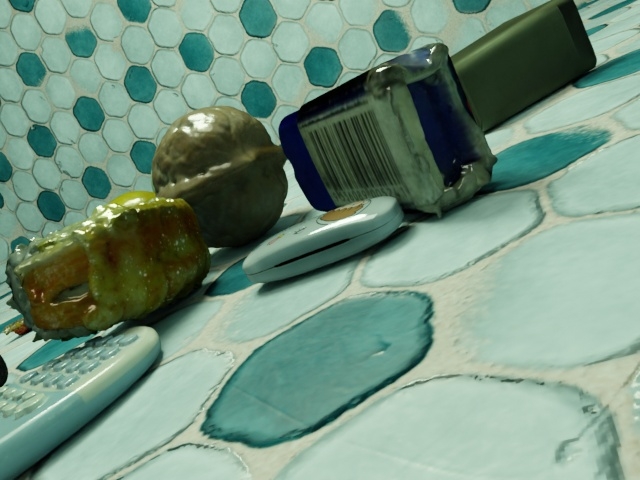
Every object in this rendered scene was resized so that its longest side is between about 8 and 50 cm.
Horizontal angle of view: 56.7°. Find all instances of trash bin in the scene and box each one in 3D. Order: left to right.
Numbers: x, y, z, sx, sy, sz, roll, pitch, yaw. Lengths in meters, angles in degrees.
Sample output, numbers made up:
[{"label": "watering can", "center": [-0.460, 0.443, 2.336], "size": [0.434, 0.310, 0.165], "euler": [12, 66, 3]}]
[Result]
[{"label": "trash bin", "center": [0.270, -0.256, 0.923], "size": [0.240, 0.122, 0.164], "euler": [-33, 14, -18]}]

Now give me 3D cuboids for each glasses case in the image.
[{"label": "glasses case", "center": [0.000, 0.000, 0.603], "size": [0.178, 0.045, 0.067], "euler": [-20, 15, 24]}]

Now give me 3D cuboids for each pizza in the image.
[{"label": "pizza", "center": [-0.536, 0.149, 1.118], "size": [0.100, 0.029, 0.099], "euler": [-27, 5, -13]}]

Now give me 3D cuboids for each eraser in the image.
[{"label": "eraser", "center": [0.057, -0.109, 0.691], "size": [0.101, 0.155, 0.332], "euler": [-28, 12, -18]}]

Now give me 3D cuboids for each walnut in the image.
[{"label": "walnut", "center": [-0.146, -0.094, 0.891], "size": [0.224, 0.224, 0.224], "euler": [-25, 13, 6]}]

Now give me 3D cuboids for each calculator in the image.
[{"label": "calculator", "center": [-0.273, 0.162, 0.516], "size": [0.188, 0.042, 0.302], "euler": [-10, 20, 48]}]

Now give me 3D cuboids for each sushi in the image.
[{"label": "sushi", "center": [-0.244, 0.030, 0.720], "size": [0.184, 0.140, 0.274], "euler": [-16, 3, 26]}]

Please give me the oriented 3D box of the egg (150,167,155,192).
[{"label": "egg", "center": [-0.246, -0.135, 1.252], "size": [0.282, 0.203, 0.203], "euler": [-14, 18, 48]}]

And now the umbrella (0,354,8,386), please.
[{"label": "umbrella", "center": [-0.405, 0.153, 0.607], "size": [0.094, 0.090, 0.326], "euler": [-55, 5, -11]}]

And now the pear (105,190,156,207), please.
[{"label": "pear", "center": [-0.307, -0.010, 1.011], "size": [0.149, 0.149, 0.162], "euler": [-37, 9, -39]}]
